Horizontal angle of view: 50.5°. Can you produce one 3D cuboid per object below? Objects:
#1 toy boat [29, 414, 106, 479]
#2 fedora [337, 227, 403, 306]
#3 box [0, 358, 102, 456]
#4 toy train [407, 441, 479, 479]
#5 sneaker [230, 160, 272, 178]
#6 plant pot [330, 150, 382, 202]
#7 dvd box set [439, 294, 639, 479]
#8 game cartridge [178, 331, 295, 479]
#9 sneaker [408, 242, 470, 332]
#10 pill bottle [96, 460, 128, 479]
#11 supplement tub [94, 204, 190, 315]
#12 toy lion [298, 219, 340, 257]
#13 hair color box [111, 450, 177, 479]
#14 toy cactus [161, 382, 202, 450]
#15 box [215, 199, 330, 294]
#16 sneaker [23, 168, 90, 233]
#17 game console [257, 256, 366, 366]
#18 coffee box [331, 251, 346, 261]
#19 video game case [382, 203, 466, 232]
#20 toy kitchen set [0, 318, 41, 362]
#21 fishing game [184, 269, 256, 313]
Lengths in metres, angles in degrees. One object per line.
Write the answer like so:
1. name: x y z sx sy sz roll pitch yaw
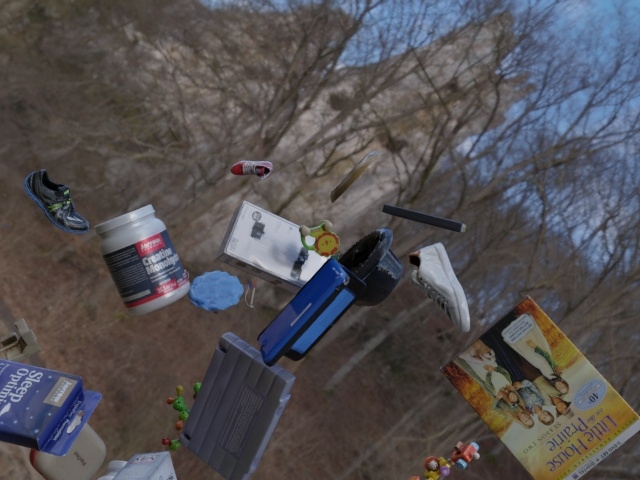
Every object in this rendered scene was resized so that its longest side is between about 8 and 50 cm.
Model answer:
1. toy boat: -0.634 0.508 1.649 0.151 0.151 0.231 16 -38 28
2. fedora: 0.150 0.117 2.174 0.152 0.334 0.334 41 -21 -12
3. box: -0.485 0.261 1.090 0.225 0.136 0.036 12 -54 6
4. toy train: 0.227 0.445 1.305 0.046 0.166 0.125 50 -31 2
5. sneaker: -0.191 -0.196 1.888 0.067 0.119 0.042 -108 -168 -69
6. plant pot: 0.110 -0.217 2.247 0.032 0.236 0.236 44 -23 -3
7. dvd box set: 0.558 0.396 1.736 0.420 0.308 0.062 50 7 11
8. game cartridge: -0.220 0.445 1.770 0.230 0.068 0.354 30 -71 16
9. sneaker: 0.313 0.138 1.826 0.105 0.123 0.290 78 -3 -46
10. pill bottle: -0.592 0.774 1.938 0.146 0.264 0.146 4 -33 3
11. supplement tub: -0.499 0.055 1.900 0.191 0.191 0.272 -4 -70 64
12. toy lion: 0.000 0.000 1.770 0.034 0.100 0.096 -144 -138 -69
13. hair color box: -0.477 0.704 1.677 0.374 0.114 0.185 -45 124 -71
14. toy cactus: -0.378 0.532 1.980 0.112 0.219 0.180 -24 -57 25
15. box: -0.122 0.030 1.879 0.290 0.169 0.087 24 -22 -16
16. sneaker: -0.630 -0.092 1.639 0.188 0.078 0.067 50 17 -14
17. game console: -0.002 0.208 1.724 0.173 0.293 0.250 41 3 -17
18. coffee box: 0.076 0.133 2.526 0.113 0.184 0.040 -15 -40 24
19. video game case: 0.372 -0.077 2.396 0.275 0.035 0.248 15 4 14
20. toy kitchen set: -0.589 0.185 1.282 0.068 0.083 0.075 50 -23 32
21. fishing game: -0.348 0.174 2.256 0.189 0.264 0.041 -87 -177 -50
